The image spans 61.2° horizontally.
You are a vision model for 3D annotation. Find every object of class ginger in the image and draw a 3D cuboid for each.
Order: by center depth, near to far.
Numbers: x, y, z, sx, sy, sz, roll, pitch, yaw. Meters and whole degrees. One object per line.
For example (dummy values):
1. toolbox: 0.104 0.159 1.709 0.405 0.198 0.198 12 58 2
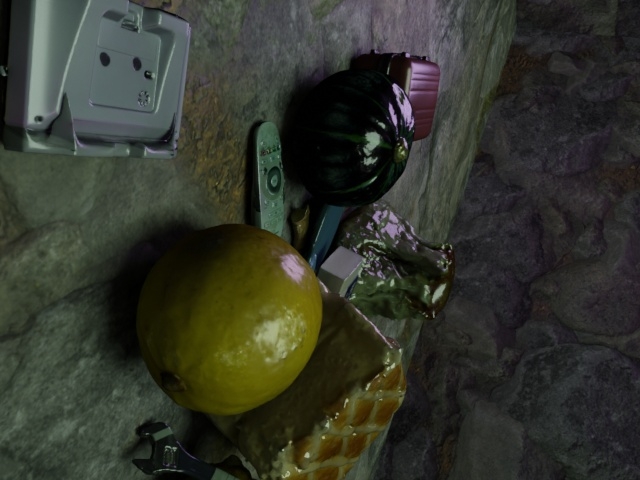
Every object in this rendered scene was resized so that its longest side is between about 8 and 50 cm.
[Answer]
1. ginger: -0.047 -0.030 1.249 0.057 0.044 0.137 -94 -176 -48

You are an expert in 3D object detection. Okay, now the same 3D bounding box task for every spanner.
1. spanner: -0.185 0.422 0.945 0.024 0.316 0.087 -47 -165 33

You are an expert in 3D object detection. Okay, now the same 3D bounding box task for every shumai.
1. shumai: 0.213 0.085 1.545 0.397 0.323 0.324 -54 151 -35

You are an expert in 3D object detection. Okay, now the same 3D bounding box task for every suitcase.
1. suitcase: 0.195 -0.370 1.421 0.297 0.161 0.236 -28 128 -60

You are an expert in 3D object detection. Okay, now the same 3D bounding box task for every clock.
1. clock: -0.250 -0.191 0.646 0.253 0.083 0.186 -15 117 -63

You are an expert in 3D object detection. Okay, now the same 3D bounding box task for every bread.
1. bread: -0.018 0.326 1.142 0.371 0.279 0.390 -42 148 -17

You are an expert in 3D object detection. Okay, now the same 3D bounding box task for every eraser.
1. eraser: 0.017 0.157 1.374 0.124 0.081 0.279 -42 156 -52

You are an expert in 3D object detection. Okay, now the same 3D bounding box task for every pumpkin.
1. pumpkin: 0.084 -0.218 1.167 0.315 0.239 0.315 -39 138 -46

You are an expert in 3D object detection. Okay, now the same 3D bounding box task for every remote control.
1. remote control: -0.106 -0.106 1.066 0.097 0.045 0.256 -33 131 -58

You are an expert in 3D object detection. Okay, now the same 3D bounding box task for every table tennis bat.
1. table tennis bat: 0.000 0.000 1.311 0.215 0.044 0.329 99 13 -52

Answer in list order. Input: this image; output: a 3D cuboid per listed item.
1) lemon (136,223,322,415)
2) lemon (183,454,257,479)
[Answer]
1. lemon: -0.138 0.116 0.845 0.297 0.297 0.297 -45 143 -49
2. lemon: -0.212 0.590 0.991 0.316 0.285 0.285 67 8 27
